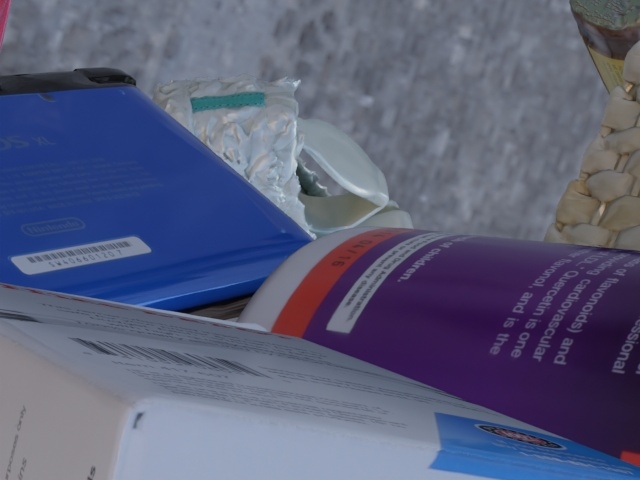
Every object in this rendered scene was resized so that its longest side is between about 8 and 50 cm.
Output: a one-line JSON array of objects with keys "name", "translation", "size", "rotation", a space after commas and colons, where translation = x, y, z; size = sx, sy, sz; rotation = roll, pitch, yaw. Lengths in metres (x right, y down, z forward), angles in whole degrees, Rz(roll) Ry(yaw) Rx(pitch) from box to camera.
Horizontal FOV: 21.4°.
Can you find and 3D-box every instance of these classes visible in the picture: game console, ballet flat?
[{"name": "game console", "translation": [-0.192, 0.021, 0.771], "size": [0.293, 0.250, 0.173], "rotation": [-12, 135, -50]}, {"name": "ballet flat", "translation": [0.000, 0.000, 1.271], "size": [0.147, 0.147, 0.409], "rotation": [-63, 152, -13]}]

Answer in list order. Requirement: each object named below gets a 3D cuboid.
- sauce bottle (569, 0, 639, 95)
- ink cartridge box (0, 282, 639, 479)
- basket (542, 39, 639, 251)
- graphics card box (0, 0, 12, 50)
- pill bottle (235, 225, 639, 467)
[{"name": "sauce bottle", "translation": [0.292, -0.099, 1.318], "size": [0.111, 0.111, 0.344], "rotation": [-60, 142, -18]}, {"name": "ink cartridge box", "translation": [-0.030, 0.070, 0.436], "size": [0.148, 0.203, 0.086], "rotation": [12, 90, -29]}, {"name": "basket", "translation": [0.297, 0.066, 0.936], "size": [0.266, 0.331, 0.328], "rotation": [29, 83, -22]}, {"name": "graphics card box", "translation": [-0.415, -0.255, 1.289], "size": [0.370, 0.094, 0.233], "rotation": [3, 127, -25]}, {"name": "pill bottle", "translation": [0.122, 0.094, 0.637], "size": [0.181, 0.323, 0.182], "rotation": [-8, 101, -50]}]
